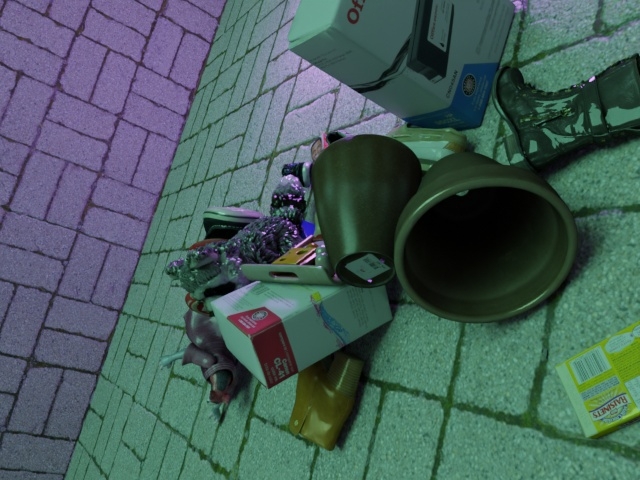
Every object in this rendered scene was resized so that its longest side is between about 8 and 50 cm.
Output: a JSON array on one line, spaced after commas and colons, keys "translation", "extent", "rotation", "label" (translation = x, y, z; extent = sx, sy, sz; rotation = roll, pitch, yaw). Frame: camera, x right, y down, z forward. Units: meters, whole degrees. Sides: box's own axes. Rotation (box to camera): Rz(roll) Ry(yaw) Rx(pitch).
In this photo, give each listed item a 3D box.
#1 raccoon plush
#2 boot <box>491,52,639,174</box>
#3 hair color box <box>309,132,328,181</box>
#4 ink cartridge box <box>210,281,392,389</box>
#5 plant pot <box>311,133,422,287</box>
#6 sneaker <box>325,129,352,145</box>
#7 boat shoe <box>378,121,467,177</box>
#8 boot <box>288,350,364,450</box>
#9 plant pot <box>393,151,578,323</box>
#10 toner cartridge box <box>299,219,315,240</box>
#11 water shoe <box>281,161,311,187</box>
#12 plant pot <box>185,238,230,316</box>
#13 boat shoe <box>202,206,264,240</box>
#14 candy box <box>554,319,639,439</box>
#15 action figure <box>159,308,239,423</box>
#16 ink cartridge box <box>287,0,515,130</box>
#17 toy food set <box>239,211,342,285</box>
[{"translation": [-0.207, -0.009, 1.335], "extent": [0.216, 0.299, 0.446], "rotation": [-44, 37, 35], "label": "raccoon plush"}, {"translation": [0.415, -0.233, 0.883], "extent": [0.229, 0.091, 0.262], "rotation": [-28, 52, 40], "label": "boot"}, {"translation": [0.006, -0.233, 1.544], "extent": [0.072, 0.043, 0.141], "rotation": [-41, 39, 39], "label": "hair color box"}, {"translation": [-0.040, 0.147, 1.117], "extent": [0.226, 0.306, 0.131], "rotation": [20, 128, 59], "label": "ink cartridge box"}, {"translation": [0.084, -0.038, 0.978], "extent": [0.215, 0.215, 0.230], "rotation": [-39, 34, 39], "label": "plant pot"}, {"translation": [0.057, -0.247, 1.386], "extent": [0.229, 0.132, 0.086], "rotation": [23, 90, 59], "label": "sneaker"}, {"translation": [0.196, -0.199, 1.173], "extent": [0.302, 0.113, 0.103], "rotation": [25, 91, 49], "label": "boat shoe"}, {"translation": [-0.030, 0.311, 1.193], "extent": [0.295, 0.104, 0.211], "rotation": [24, 91, 55], "label": "boot"}, {"translation": [0.246, -0.032, 0.878], "extent": [0.263, 0.263, 0.229], "rotation": [-50, 17, 27], "label": "plant pot"}, {"translation": [-0.103, 0.125, 1.455], "extent": [0.347, 0.075, 0.165], "rotation": [-54, 31, 22], "label": "toner cartridge box"}, {"translation": [-0.073, -0.189, 1.551], "extent": [0.203, 0.080, 0.072], "rotation": [-157, 70, -81], "label": "water shoe"}, {"translation": [-0.282, 0.112, 1.502], "extent": [0.191, 0.191, 0.174], "rotation": [-33, 49, 44], "label": "plant pot"}, {"translation": [-0.278, 0.009, 1.639], "extent": [0.500, 0.187, 0.155], "rotation": [140, 135, -69], "label": "boat shoe"}, {"translation": [0.407, 0.162, 0.678], "extent": [0.206, 0.027, 0.105], "rotation": [-44, 40, 34], "label": "candy box"}, {"translation": [-0.290, 0.339, 1.553], "extent": [0.276, 0.248, 0.370], "rotation": [-37, 33, -1], "label": "action figure"}, {"translation": [0.170, -0.427, 1.068], "extent": [0.166, 0.395, 0.285], "rotation": [7, 77, 59], "label": "ink cartridge box"}, {"translation": [0.000, 0.000, 1.158], "extent": [0.220, 0.306, 0.092], "rotation": [-1, 113, 36], "label": "toy food set"}]
